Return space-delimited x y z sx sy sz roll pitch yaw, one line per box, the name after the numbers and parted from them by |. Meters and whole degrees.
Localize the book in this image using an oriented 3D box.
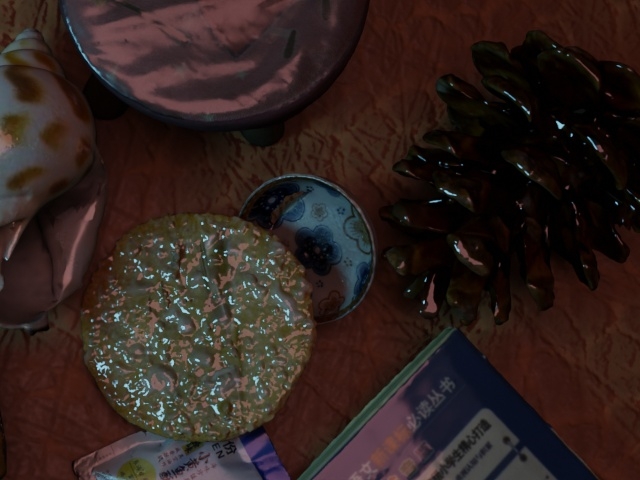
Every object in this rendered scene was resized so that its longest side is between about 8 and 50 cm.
0.162 0.330 1.429 0.300 0.039 0.428 -44 95 -13 | book

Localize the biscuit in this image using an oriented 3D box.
-0.109 0.075 1.427 0.220 0.033 0.219 -2 77 7 | biscuit

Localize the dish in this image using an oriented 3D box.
0.000 0.000 1.466 0.141 0.078 0.141 7 106 23 | dish

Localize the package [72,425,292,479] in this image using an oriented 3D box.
-0.110 0.234 1.419 0.173 0.027 0.171 -28 79 -9 | package

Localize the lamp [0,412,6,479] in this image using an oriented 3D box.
-0.360 0.159 1.334 0.185 0.161 0.161 -6 81 -13 | lamp

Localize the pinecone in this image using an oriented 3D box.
0.184 -0.055 1.423 0.244 0.244 0.309 42 78 0 | pinecone

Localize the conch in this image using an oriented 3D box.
-0.273 -0.065 1.390 0.149 0.183 0.275 16 69 26 | conch

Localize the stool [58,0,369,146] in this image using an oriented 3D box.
-0.101 -0.213 1.429 0.272 0.178 0.272 2 79 -9 | stool
